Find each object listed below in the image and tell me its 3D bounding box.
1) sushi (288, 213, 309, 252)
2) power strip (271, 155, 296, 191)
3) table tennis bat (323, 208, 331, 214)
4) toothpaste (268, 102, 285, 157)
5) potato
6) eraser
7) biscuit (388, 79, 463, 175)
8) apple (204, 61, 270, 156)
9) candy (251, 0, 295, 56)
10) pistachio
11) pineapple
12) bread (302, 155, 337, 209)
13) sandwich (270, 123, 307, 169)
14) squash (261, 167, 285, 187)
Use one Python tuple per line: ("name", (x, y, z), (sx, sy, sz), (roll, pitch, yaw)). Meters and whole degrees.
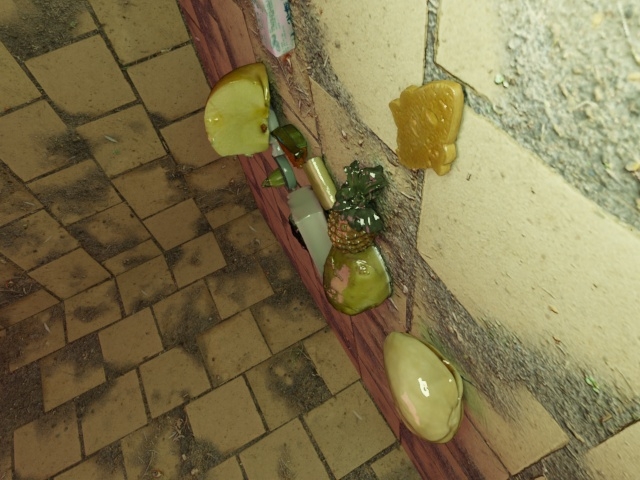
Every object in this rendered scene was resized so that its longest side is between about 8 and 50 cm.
("sushi", (-0.050, -0.038, 1.894), (0.225, 0.124, 0.127), (50, 164, 31))
("power strip", (-0.158, -0.307, 1.967), (0.215, 0.044, 0.137), (66, 168, -15))
("table tennis bat", (0.022, -0.128, 1.629), (0.156, 0.013, 0.087), (55, 166, 40))
("toothpaste", (-0.202, -0.485, 1.710), (0.114, 0.073, 0.299), (-170, 62, -79))
("potato", (0.095, 0.111, 1.386), (0.246, 0.196, 0.299), (45, 157, 56))
("eraser", (0.000, 0.000, 1.630), (0.272, 0.123, 0.359), (-115, 0, -61))
("biscuit", (0.174, -0.186, 0.701), (0.162, 0.035, 0.250), (57, 170, 5))
("apple", (-0.288, -0.490, 1.578), (0.252, 0.314, 0.308), (21, 137, 22))
("candy", (-0.119, -0.564, 1.077), (0.092, 0.073, 0.160), (51, 164, 33))
("pistachio", (0.282, 0.402, 1.197), (0.194, 0.214, 0.317), (17, -144, -48))
("pineapple", (0.101, -0.075, 1.089), (0.310, 0.141, 0.170), (100, 148, -61))
("bread", (0.007, -0.189, 1.419), (0.178, 0.060, 0.139), (64, 170, -8))
("sandwich", (-0.096, -0.342, 1.530), (0.159, 0.079, 0.235), (56, 176, -23))
("squash", (-0.231, -0.296, 2.101), (0.105, 0.132, 0.105), (61, 171, 16))
